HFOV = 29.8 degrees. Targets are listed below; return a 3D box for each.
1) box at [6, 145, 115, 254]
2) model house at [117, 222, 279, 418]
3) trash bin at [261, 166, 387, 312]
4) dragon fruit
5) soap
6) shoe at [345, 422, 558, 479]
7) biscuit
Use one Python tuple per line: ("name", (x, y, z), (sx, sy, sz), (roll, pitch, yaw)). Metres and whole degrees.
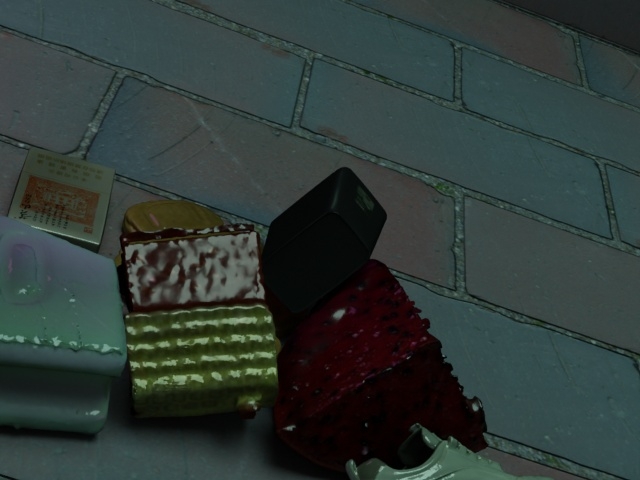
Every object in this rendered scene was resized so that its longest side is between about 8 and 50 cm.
("box", (-0.385, -0.049, 1.776), (0.141, 0.058, 0.201), (16, 35, -12))
("model house", (-0.161, 0.120, 1.553), (0.196, 0.160, 0.253), (-5, 53, -11))
("trash bin", (0.000, 0.000, 1.772), (0.115, 0.165, 0.225), (51, 14, -8))
("dragon fruit", (0.101, 0.149, 1.638), (0.302, 0.240, 0.330), (26, 38, -26))
("soap", (-0.476, 0.084, 1.455), (0.446, 0.156, 0.261), (8, 37, -21))
("shoe", (0.161, 0.305, 1.521), (0.316, 0.124, 0.159), (-6, 67, -31))
("biscuit", (-0.166, 0.061, 1.768), (0.269, 0.051, 0.376), (-7, 45, -36))
